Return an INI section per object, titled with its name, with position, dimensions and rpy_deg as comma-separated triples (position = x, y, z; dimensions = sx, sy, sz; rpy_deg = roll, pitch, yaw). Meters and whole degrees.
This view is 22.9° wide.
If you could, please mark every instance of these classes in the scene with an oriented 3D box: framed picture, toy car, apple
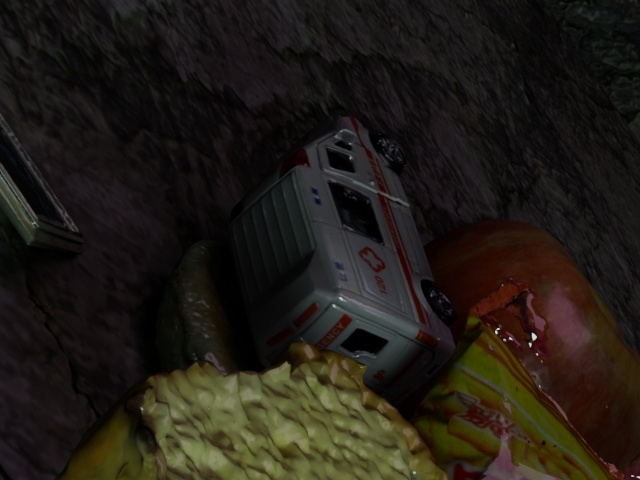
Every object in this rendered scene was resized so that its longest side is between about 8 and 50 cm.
[framed picture]
position = -0.162, -0.055, 0.759
dimensions = 0.142, 0.011, 0.183
rpy_deg = 56, -3, 1
[toy car]
position = 0.000, 0.000, 0.907
dimensions = 0.108, 0.089, 0.210
rpy_deg = 29, 31, -35
[apple]
position = 0.125, 0.094, 1.043
dimensions = 0.209, 0.164, 0.209
rpy_deg = 55, 10, -14

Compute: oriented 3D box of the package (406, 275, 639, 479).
[package]
position = 0.072, 0.185, 0.770
dimensions = 0.288, 0.108, 0.223
rpy_deg = -41, 93, -25

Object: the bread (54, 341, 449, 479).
[bread]
position = -0.004, 0.215, 0.568
dimensions = 0.194, 0.179, 0.340
rpy_deg = 9, 44, -57

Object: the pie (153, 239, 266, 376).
[pie]
position = -0.027, 0.085, 0.899
dimensions = 0.187, 0.041, 0.187
rpy_deg = 45, 23, -25
